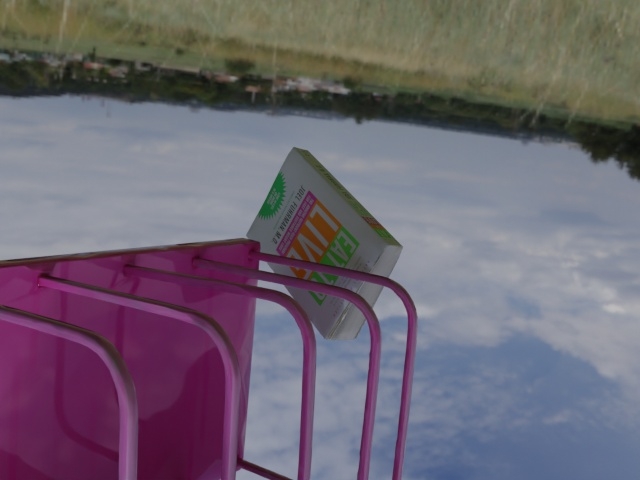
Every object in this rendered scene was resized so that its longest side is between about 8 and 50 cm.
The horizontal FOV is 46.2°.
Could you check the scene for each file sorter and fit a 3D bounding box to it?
[{"bbox_3d":[-0.080,0.118,0.481,0.182,0.202,0.290,10,-171,33],"label":"file sorter"}]

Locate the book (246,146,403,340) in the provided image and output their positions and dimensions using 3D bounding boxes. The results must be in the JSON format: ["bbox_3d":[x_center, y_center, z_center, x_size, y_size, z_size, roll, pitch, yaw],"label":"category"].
[{"bbox_3d":[0.000,0.000,0.628,0.035,0.096,0.144,6,-149,-43],"label":"book"}]
